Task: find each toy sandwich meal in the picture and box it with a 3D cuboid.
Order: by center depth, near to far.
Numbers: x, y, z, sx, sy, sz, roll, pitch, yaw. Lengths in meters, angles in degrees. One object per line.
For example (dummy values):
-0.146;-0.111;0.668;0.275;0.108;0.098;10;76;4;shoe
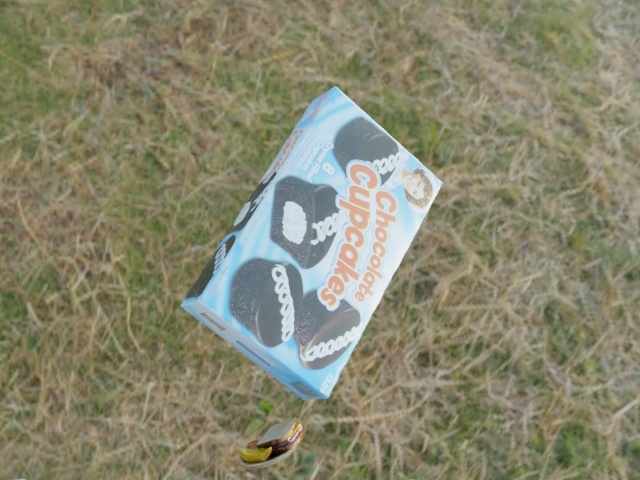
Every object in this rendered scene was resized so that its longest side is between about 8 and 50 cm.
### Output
-0.059;0.233;1.128;0.086;0.086;0.029;-29;104;-34;toy sandwich meal

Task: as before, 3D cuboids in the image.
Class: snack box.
0.000;0.000;1.132;0.187;0.060;0.321;40;62;-18;snack box

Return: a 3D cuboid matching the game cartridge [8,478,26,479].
-0.199;0.314;0.574;0.198;0.062;0.297;-17;92;-67;game cartridge
